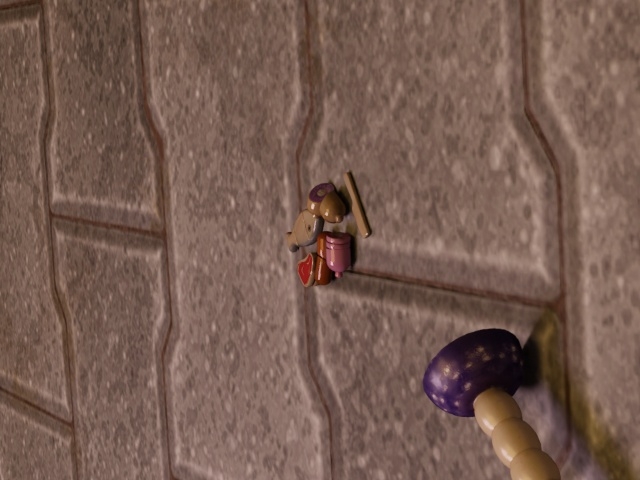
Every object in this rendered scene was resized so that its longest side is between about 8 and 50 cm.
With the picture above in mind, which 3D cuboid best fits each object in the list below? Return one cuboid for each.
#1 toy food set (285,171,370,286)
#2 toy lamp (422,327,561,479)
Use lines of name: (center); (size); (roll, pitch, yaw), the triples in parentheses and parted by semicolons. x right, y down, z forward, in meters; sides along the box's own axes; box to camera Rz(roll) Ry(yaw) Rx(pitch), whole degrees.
toy food set: (0.000, 0.000, 1.306); (0.122, 0.019, 0.078); (-52, 50, 54)
toy lamp: (0.150, 0.175, 0.992); (0.080, 0.080, 0.275); (109, 146, -40)
